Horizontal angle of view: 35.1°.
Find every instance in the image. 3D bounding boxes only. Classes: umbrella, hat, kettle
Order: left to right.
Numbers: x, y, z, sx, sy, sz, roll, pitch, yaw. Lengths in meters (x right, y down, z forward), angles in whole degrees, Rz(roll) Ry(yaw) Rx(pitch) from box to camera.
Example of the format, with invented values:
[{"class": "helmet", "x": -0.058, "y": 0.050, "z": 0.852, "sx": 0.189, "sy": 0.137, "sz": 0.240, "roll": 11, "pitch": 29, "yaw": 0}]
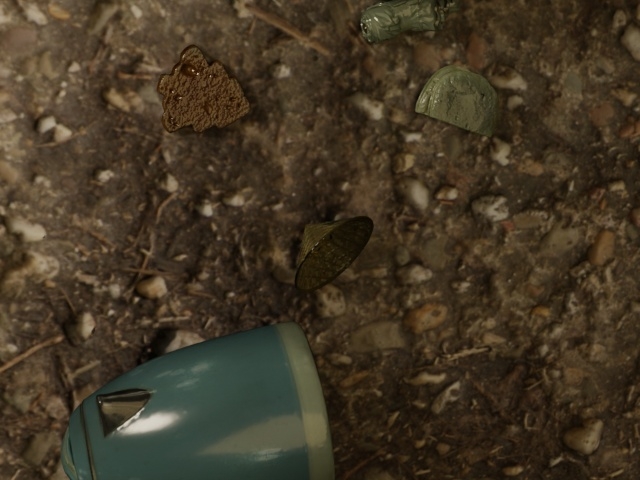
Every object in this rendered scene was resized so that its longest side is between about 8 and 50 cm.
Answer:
[{"class": "kettle", "x": -0.173, "y": 0.285, "z": 1.384, "sx": 0.342, "sy": 0.247, "sz": 0.319, "roll": -11, "pitch": 136, "yaw": -10}, {"class": "hat", "x": 0.000, "y": 0.000, "z": 1.443, "sx": 0.146, "sy": 0.067, "sz": 0.146, "roll": -36, "pitch": 156, "yaw": -19}, {"class": "umbrella", "x": 0.125, "y": -0.312, "z": 1.392, "sx": 0.144, "sy": 0.062, "sz": 0.067, "roll": -16, "pitch": 80, "yaw": -9}]

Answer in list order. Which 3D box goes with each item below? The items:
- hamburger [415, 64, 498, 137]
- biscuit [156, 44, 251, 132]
[{"class": "hamburger", "x": 0.202, "y": -0.206, "z": 1.460, "sx": 0.121, "sy": 0.054, "sz": 0.084, "roll": 15, "pitch": 102, "yaw": -17}, {"class": "biscuit", "x": -0.153, "y": -0.190, "z": 1.343, "sx": 0.130, "sy": 0.019, "sz": 0.119, "roll": 17, "pitch": 99, "yaw": -24}]
